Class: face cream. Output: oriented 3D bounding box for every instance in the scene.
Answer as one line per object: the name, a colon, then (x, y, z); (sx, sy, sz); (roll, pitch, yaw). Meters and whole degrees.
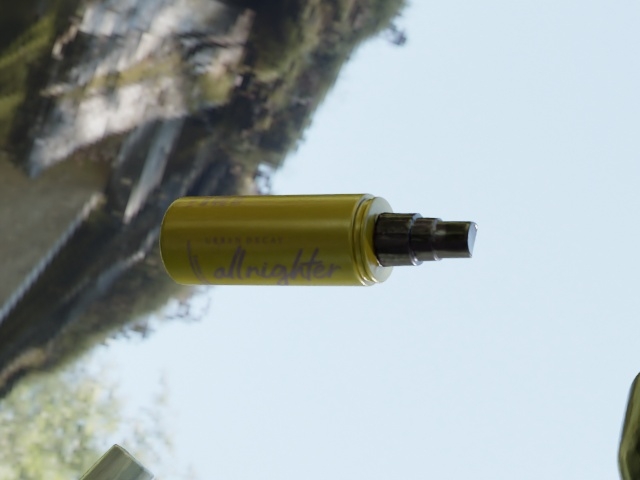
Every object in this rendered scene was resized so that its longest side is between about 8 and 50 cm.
face cream: (-0.198, 0.237, 1.120); (0.182, 0.051, 0.072); (-50, -176, -14)
face cream: (0.000, 0.000, 1.233); (0.273, 0.078, 0.078); (0, -106, 26)

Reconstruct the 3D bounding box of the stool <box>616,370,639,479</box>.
stool: (0.260, 0.221, 0.928); (0.179, 0.179, 0.264); (-31, -149, 47)
